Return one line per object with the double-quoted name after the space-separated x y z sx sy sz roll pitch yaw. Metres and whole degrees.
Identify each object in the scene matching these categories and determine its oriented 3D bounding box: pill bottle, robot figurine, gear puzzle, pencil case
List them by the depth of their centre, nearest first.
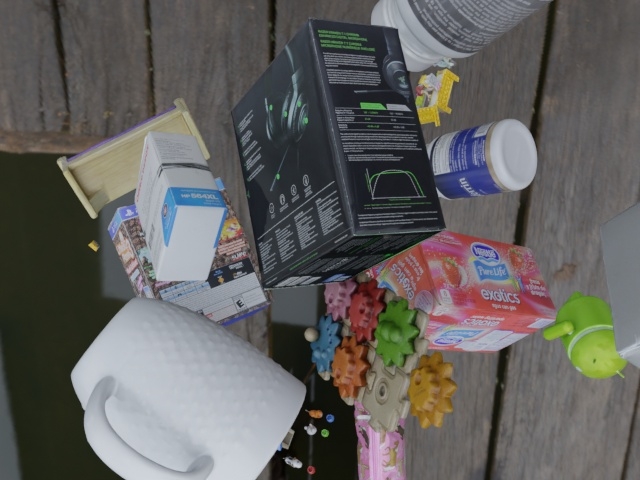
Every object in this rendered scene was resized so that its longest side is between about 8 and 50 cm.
0.311 0.109 0.837 0.101 0.115 0.067 23 119 -15 "robot figurine"
0.064 0.147 0.938 0.044 0.339 0.175 11 100 -27 "gear puzzle"
0.217 -0.369 1.031 0.176 0.176 0.318 49 143 -10 "pill bottle"
0.328 -0.171 1.618 0.265 0.153 0.153 -7 113 49 "pill bottle"
0.167 0.602 2.039 0.167 0.160 0.386 -4 94 -31 "pencil case"

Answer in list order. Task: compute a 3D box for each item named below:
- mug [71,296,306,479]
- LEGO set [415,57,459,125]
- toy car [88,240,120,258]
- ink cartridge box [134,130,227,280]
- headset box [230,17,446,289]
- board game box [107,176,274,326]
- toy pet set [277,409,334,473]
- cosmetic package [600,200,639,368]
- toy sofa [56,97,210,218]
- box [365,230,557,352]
-0.241 0.271 1.188 0.328 0.374 0.276 38 106 -4 "mug"
0.215 -0.318 1.678 0.107 0.287 0.132 1 139 53 "LEGO set"
-0.481 0.012 1.736 0.122 0.040 0.060 28 104 -17 "toy car"
-0.226 -0.057 1.153 0.086 0.203 0.148 1 130 -27 "ink cartridge box"
0.006 -0.106 0.924 0.246 0.131 0.283 -34 65 56 "headset box"
-0.273 0.051 1.525 0.141 0.232 0.291 -35 77 61 "board game box"
-0.052 0.384 1.450 0.114 0.122 0.065 9 155 28 "toy pet set"
0.280 0.049 0.387 0.238 0.107 0.127 31 134 -16 "cosmetic package"
-0.489 -0.227 1.916 0.362 0.177 0.150 -29 124 -7 "toy sofa"
0.228 0.089 1.205 0.300 0.142 0.154 9 144 -38 "box"
